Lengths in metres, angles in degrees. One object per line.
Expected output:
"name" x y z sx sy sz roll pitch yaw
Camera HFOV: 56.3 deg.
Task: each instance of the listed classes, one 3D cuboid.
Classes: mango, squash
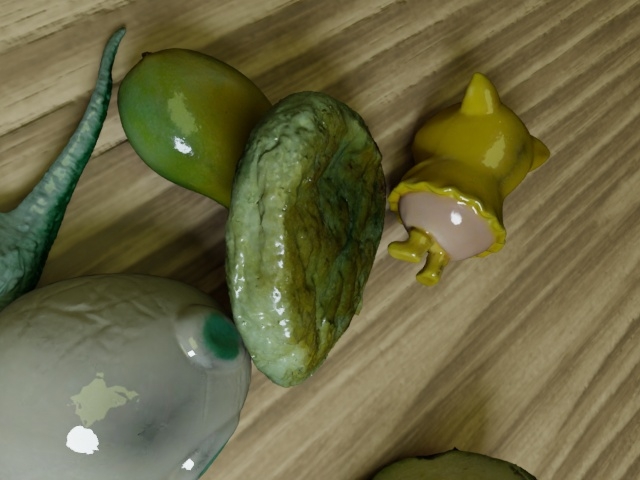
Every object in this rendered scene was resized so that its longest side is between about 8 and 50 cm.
"mango" -0.098 -0.099 0.561 0.191 0.086 0.122 32 63 -38
"squash" 0.132 0.319 0.602 0.220 0.220 0.133 -19 95 -30

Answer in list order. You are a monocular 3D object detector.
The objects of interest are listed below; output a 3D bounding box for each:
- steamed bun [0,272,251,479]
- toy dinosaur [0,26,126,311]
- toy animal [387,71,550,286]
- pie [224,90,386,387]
"steamed bun" -0.148 0.117 0.472 0.228 0.131 0.177 3 96 -44
"toy dinosaur" -0.254 -0.031 0.458 0.129 0.076 0.382 35 76 -58
"toy animal" 0.159 -0.061 0.676 0.156 0.156 0.229 37 74 -24
"pie" 0.000 0.000 0.552 0.277 0.079 0.276 3 90 -67
